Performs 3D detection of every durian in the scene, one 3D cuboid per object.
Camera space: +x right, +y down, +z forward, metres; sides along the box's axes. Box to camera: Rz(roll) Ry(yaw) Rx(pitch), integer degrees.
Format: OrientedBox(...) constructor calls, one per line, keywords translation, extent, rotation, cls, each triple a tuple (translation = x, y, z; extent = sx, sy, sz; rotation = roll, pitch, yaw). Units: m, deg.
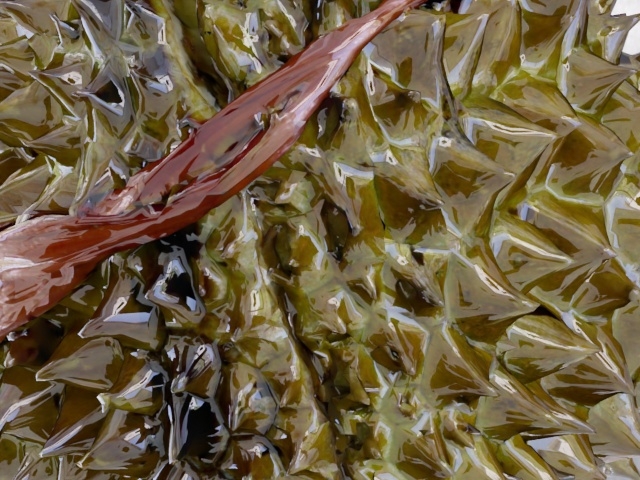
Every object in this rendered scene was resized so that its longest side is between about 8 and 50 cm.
OrientedBox(translation=(-0.003, 0.002, 0.478), extent=(0.348, 0.347, 0.384), rotation=(5, 119, 25), cls="durian")
